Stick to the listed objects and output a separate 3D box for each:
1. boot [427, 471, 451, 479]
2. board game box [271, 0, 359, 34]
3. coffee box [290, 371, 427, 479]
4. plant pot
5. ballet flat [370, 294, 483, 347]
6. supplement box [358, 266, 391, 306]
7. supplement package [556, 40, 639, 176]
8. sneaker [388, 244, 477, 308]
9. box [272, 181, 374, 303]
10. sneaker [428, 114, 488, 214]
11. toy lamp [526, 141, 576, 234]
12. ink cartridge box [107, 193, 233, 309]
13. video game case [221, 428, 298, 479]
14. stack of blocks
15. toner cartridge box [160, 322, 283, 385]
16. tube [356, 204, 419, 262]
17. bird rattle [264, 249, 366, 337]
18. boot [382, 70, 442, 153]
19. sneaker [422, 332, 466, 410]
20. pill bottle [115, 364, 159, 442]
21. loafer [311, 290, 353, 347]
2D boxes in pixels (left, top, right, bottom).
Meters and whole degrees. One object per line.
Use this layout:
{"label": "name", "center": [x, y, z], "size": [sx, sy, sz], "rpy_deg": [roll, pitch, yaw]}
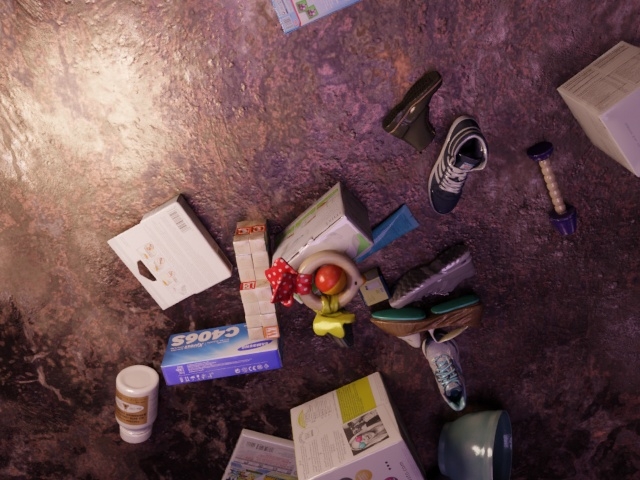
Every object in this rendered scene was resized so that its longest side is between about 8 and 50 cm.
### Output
{"label": "boot", "center": [0.297, 0.927, 2.231], "size": [0.445, 0.146, 0.367], "rpy_deg": [-30, 123, 16]}
{"label": "board game box", "center": [-0.019, -0.608, 1.489], "size": [0.211, 0.039, 0.160], "rpy_deg": [-21, 116, 9]}
{"label": "coffee box", "center": [0.126, 0.690, 1.980], "size": [0.334, 0.338, 0.338], "rpy_deg": [-25, 115, 3]}
{"label": "plant pot", "center": [0.503, 0.697, 2.070], "size": [0.196, 0.293, 0.293], "rpy_deg": [-1, 121, 28]}
{"label": "ballet flat", "center": [0.326, 0.254, 1.903], "size": [0.342, 0.116, 0.124], "rpy_deg": [-10, 102, -3]}
{"label": "supplement box", "center": [0.154, 0.138, 1.870], "size": [0.083, 0.056, 0.083], "rpy_deg": [-22, 116, 9]}
{"label": "supplement package", "center": [0.756, -0.328, 1.538], "size": [0.198, 0.263, 0.199], "rpy_deg": [-37, 113, 15]}
{"label": "sneaker", "center": [0.333, 0.133, 1.847], "size": [0.281, 0.105, 0.115], "rpy_deg": [-31, 114, 12]}
{"label": "box", "center": [0.000, 0.000, 1.696], "size": [0.262, 0.231, 0.127], "rpy_deg": [-40, 112, 16]}
{"label": "sneaker", "center": [0.361, -0.176, 1.662], "size": [0.099, 0.153, 0.282], "rpy_deg": [9, 117, -6]}
{"label": "toy lamp", "center": [0.645, -0.135, 1.738], "size": [0.080, 0.080, 0.275], "rpy_deg": [-26, 114, 11]}
{"label": "ink cartridge box", "center": [-0.423, 0.039, 1.796], "size": [0.238, 0.060, 0.275], "rpy_deg": [-27, 116, 12]}
{"label": "video game case", "center": [-0.163, 0.816, 2.220], "size": [0.328, 0.036, 0.300], "rpy_deg": [17, 115, -12]}
{"label": "stack of blocks", "center": [-0.176, 0.110, 1.780], "size": [0.087, 0.171, 0.297], "rpy_deg": [-6, 117, 1]}
{"label": "toner cartridge box", "center": [-0.289, 0.332, 1.893], "size": [0.347, 0.165, 0.075], "rpy_deg": [-10, 117, 2]}
{"label": "tube", "center": [0.178, -0.014, 1.801], "size": [0.207, 0.052, 0.080], "rpy_deg": [-35, 118, 9]}
{"label": "bird rattle", "center": [-0.004, 0.110, 1.582], "size": [0.253, 0.143, 0.207], "rpy_deg": [43, 97, -12]}
{"label": "boot", "center": [0.275, -0.329, 1.633], "size": [0.137, 0.077, 0.198], "rpy_deg": [32, 125, -22]}
{"label": "sneaker", "center": [0.407, 0.416, 1.987], "size": [0.110, 0.122, 0.283], "rpy_deg": [-22, 116, 9]}
{"label": "pill bottle", "center": [-0.583, 0.524, 1.998], "size": [0.131, 0.131, 0.229], "rpy_deg": [7, 117, -6]}
{"label": "loafer", "center": [0.015, 0.212, 1.897], "size": [0.084, 0.096, 0.268], "rpy_deg": [-15, 111, 28]}
